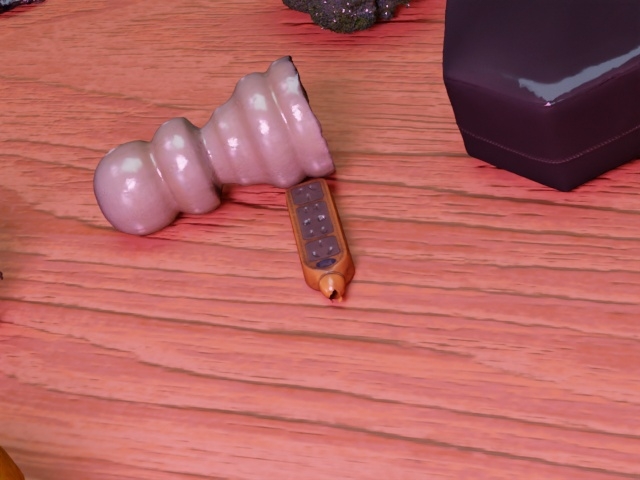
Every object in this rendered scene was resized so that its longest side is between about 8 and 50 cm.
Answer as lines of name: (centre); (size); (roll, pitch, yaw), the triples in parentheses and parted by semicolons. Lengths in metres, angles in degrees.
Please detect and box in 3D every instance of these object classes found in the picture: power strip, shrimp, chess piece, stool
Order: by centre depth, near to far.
power strip: (0.000, 0.000, 1.209); (0.049, 0.028, 0.178); (-16, 40, 1)
stool: (0.231, -0.171, 1.209); (0.232, 0.141, 0.232); (-10, 51, 13)
chess piece: (-0.117, -0.086, 1.284); (0.243, 0.133, 0.133); (-22, 39, 2)
shrimp: (-0.469, -0.348, 1.786); (0.161, 0.034, 0.091); (-10, 39, 10)

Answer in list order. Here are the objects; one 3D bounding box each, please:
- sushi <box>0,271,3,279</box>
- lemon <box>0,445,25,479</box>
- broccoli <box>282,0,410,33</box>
sushi: (-0.441, 0.042, 1.189); (0.204, 0.200, 0.213); (17, 53, 34)
lemon: (-0.323, 0.224, 0.909); (0.236, 0.236, 0.263); (-20, 26, -3)
broccoli: (0.040, -0.388, 1.504); (0.270, 0.270, 0.270); (8, 15, 28)
